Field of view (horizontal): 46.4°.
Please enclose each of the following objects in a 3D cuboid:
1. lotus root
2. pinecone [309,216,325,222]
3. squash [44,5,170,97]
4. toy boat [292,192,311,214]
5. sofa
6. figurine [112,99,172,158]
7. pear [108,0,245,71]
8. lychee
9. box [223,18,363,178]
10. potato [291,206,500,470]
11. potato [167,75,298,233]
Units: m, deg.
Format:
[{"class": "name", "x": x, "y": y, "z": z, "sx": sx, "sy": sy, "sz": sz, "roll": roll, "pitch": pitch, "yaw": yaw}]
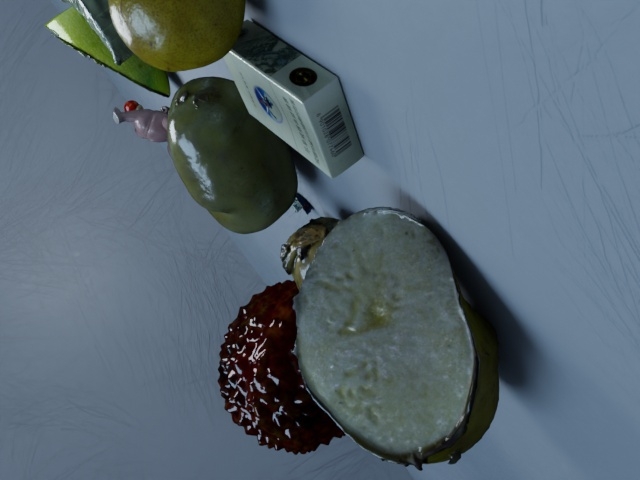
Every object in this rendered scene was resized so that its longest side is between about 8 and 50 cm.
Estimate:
[{"class": "lotus root", "x": 0.039, "y": 0.083, "z": 1.511, "sx": 0.183, "sy": 0.183, "sz": 0.310, "roll": 41, "pitch": 165, "yaw": 45}, {"class": "pinecone", "x": 0.004, "y": 0.002, "z": 1.616, "sx": 0.102, "sy": 0.102, "sz": 0.109, "roll": 48, "pitch": 140, "yaw": 23}, {"class": "squash", "x": -0.554, "y": -0.491, "z": 2.027, "sx": 0.309, "sy": 0.210, "sz": 0.233, "roll": 60, "pitch": -179, "yaw": -13}, {"class": "toy boat", "x": -0.048, "y": -0.080, "z": 1.690, "sx": 0.083, "sy": 0.038, "sz": 0.038, "roll": 42, "pitch": 164, "yaw": 45}, {"class": "sofa", "x": -0.376, "y": -0.473, "z": 1.405, "sx": 0.225, "sy": 0.210, "sz": 0.176, "roll": 33, "pitch": 158, "yaw": 51}, {"class": "figurine", "x": -0.403, "y": -0.315, "z": 2.012, "sx": 0.287, "sy": 0.186, "sz": 0.176, "roll": 19, "pitch": 159, "yaw": -4}, {"class": "pear", "x": -0.211, "y": -0.363, "z": 1.107, "sx": 0.209, "sy": 0.209, "sz": 0.209, "roll": 50, "pitch": 168, "yaw": 15}, {"class": "lychee", "x": -0.031, "y": 0.292, "z": 1.853, "sx": 0.425, "sy": 0.500, "sz": 0.424, "roll": 18, "pitch": 130, "yaw": 23}, {"class": "box", "x": -0.049, "y": -0.227, "z": 1.184, "sx": 0.256, "sy": 0.069, "sz": 0.164, "roll": 42, "pitch": 164, "yaw": 40}, {"class": "potato", "x": 0.146, "y": 0.167, "z": 1.224, "sx": 0.296, "sy": 0.290, "sz": 0.397, "roll": 13, "pitch": -126, "yaw": -64}, {"class": "potato", "x": -0.177, "y": -0.171, "z": 1.468, "sx": 0.326, "sy": 0.221, "sz": 0.243, "roll": 58, "pitch": 178, "yaw": -27}]
